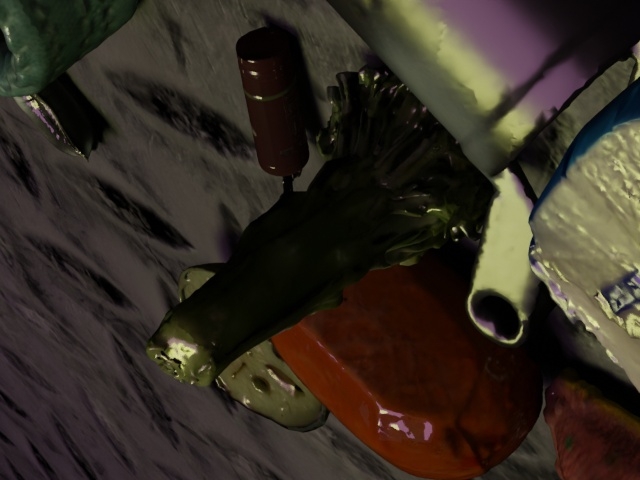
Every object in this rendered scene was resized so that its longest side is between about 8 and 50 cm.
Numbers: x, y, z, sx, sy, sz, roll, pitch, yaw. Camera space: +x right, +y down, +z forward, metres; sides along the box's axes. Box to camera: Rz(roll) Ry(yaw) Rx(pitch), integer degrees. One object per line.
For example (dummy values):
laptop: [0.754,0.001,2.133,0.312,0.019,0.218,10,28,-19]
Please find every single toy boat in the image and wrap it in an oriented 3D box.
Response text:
toy boat: [0.283,0.227,1.354,0.318,0.099,0.141,44,132,8]

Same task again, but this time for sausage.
sausage: [0.056,0.078,1.436,0.268,0.153,0.141,43,172,20]

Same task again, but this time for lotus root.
lotus root: [-0.051,0.094,1.793,0.203,0.078,0.183,27,140,35]

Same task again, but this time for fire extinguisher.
fire extinguisher: [-0.035,-0.104,1.440,0.078,0.045,0.157,-90,-8,-45]

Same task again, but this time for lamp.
lamp: [0.078,-0.173,0.864,0.272,0.205,0.374,36,140,17]

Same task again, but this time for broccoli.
broccoli: [-0.006,-0.003,1.216,0.145,0.304,0.165,50,143,-4]

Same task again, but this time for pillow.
pillow: [-0.280,-0.139,1.847,0.136,0.055,0.091,53,161,-10]

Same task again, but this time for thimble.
thimble: [-0.264,-0.237,1.521,0.198,0.143,0.235,44,157,8]

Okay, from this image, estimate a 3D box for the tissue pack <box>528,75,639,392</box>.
tissue pack: [0.221,-0.066,0.688,0.137,0.269,0.209,45,160,4]
